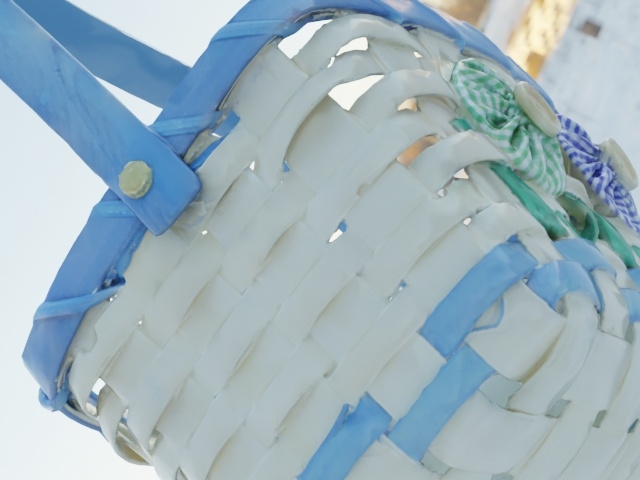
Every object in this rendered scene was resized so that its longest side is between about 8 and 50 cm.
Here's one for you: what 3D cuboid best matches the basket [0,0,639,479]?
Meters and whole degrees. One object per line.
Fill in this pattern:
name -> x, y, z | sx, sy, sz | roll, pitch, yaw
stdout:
basket -> 0.000, 0.000, 0.596 | 0.201, 0.289, 0.255 | -57, -32, 8
